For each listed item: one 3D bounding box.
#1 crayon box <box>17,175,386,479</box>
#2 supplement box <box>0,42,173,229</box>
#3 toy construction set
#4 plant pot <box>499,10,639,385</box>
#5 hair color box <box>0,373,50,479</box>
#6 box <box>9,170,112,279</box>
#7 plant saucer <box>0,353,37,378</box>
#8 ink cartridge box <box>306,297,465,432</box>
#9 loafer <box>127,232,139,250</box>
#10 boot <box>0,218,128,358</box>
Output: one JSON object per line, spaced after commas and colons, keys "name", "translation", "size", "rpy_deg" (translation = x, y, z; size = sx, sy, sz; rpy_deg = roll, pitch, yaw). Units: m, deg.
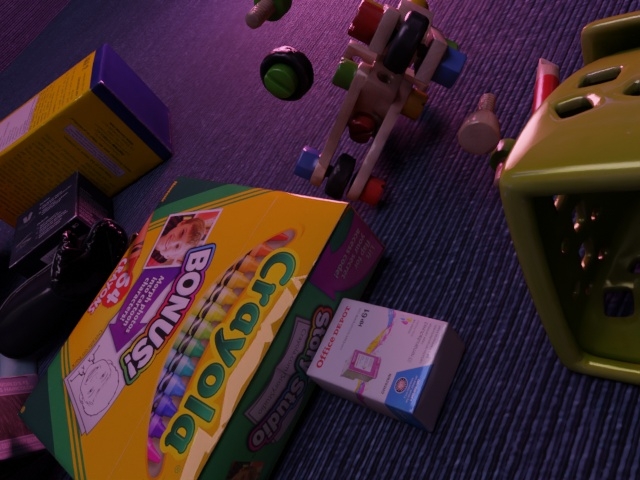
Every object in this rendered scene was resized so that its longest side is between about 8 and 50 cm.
{"name": "crayon box", "translation": [-0.144, 0.107, 0.604], "size": [0.313, 0.106, 0.362], "rpy_deg": [12, 67, 43]}
{"name": "supplement box", "translation": [-0.504, -0.191, 1.065], "size": [0.357, 0.195, 0.194], "rpy_deg": [-31, 43, 10]}
{"name": "toy construction set", "translation": [0.116, -0.193, 0.621], "size": [0.309, 0.257, 0.237], "rpy_deg": [10, 48, 18]}
{"name": "plant pot", "translation": [0.276, -0.037, 0.346], "size": [0.227, 0.228, 0.207], "rpy_deg": [3, 52, 39]}
{"name": "hair color box", "translation": [-0.537, 0.308, 0.633], "size": [0.375, 0.185, 0.113], "rpy_deg": [-33, 75, 3]}
{"name": "box", "translation": [-0.476, -0.019, 0.975], "size": [0.156, 0.093, 0.158], "rpy_deg": [-35, 43, 7]}
{"name": "plant saucer", "translation": [-0.584, 0.293, 0.830], "size": [0.318, 0.043, 0.317], "rpy_deg": [-21, 45, 22]}
{"name": "ink cartridge box", "translation": [0.060, 0.114, 0.499], "size": [0.123, 0.052, 0.088], "rpy_deg": [7, 61, 41]}
{"name": "loafer", "translation": [-0.278, 0.064, 0.782], "size": [0.062, 0.061, 0.169], "rpy_deg": [-22, 46, 18]}
{"name": "boot", "translation": [-0.396, 0.074, 0.786], "size": [0.246, 0.094, 0.207], "rpy_deg": [-53, 17, -21]}
